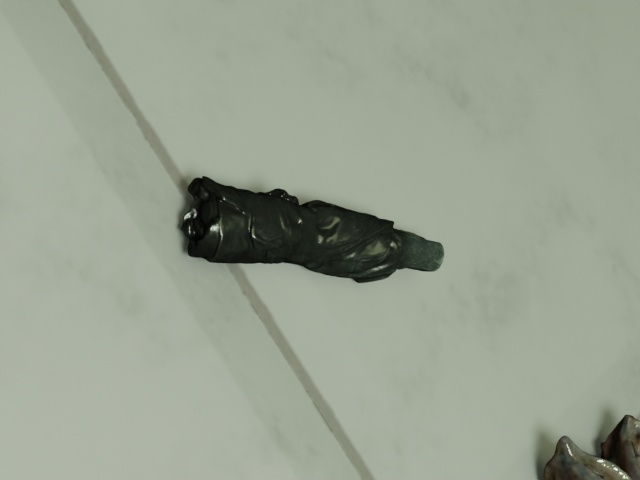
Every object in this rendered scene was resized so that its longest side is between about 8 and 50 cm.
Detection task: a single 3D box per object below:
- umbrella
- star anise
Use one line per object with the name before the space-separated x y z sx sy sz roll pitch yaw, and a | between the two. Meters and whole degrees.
umbrella | 0.000 0.000 1.047 0.235 0.059 0.066 11 87 -34
star anise | 0.280 0.271 1.103 0.236 0.109 0.223 27 33 -8
